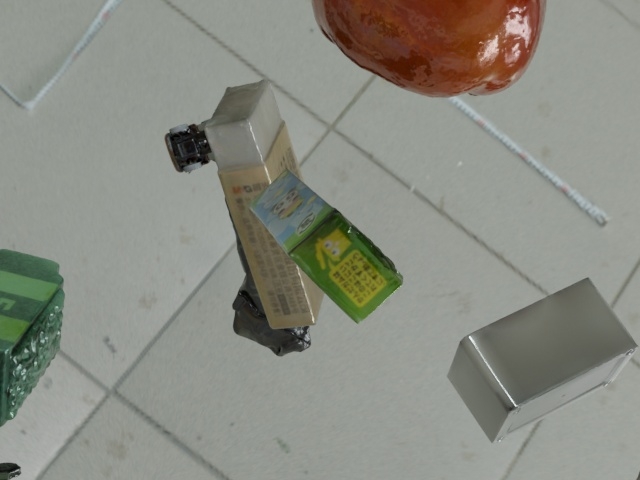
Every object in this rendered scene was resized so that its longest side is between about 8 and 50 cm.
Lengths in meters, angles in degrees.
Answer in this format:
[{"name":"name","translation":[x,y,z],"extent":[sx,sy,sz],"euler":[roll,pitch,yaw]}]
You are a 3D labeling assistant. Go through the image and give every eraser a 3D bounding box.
[{"name":"eraser","translation":[-0.070,-0.046,1.331],"extent":[0.078,0.343,0.144],"euler":[-8,31,15]}]

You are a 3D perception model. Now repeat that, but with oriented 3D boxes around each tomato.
[{"name":"tomato","translation":[0.119,-0.257,0.942],"extent":[0.260,0.180,0.259],"euler":[11,39,-9]}]

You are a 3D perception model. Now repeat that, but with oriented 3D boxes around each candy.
[{"name":"candy","translation":[0.000,0.000,0.871],"extent":[0.062,0.194,0.097],"euler":[-45,111,0]}]

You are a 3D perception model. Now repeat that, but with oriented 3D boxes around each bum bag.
[{"name":"bum bag","translation":[-0.093,0.049,1.665],"extent":[0.144,0.095,0.340],"euler":[1,109,11]}]

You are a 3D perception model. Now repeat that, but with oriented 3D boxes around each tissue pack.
[{"name":"tissue pack","translation":[0.348,0.192,1.466],"extent":[0.246,0.159,0.136],"euler":[-23,62,-17]}]

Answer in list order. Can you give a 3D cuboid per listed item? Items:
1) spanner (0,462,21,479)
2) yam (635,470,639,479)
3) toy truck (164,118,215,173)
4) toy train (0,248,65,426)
[{"name":"spanner","translation":[-0.496,0.407,1.221],"extent":[0.087,0.024,0.316],"euler":[21,36,19]},{"name":"yam","translation":[0.283,0.155,0.614],"extent":[0.238,0.128,0.129],"euler":[-48,119,-39]},{"name":"toy truck","translation":[-0.164,-0.180,1.590],"extent":[0.192,0.092,0.083],"euler":[-19,97,4]},{"name":"toy train","translation":[-0.468,0.122,1.202],"extent":[0.238,0.166,0.299],"euler":[14,28,2]}]
